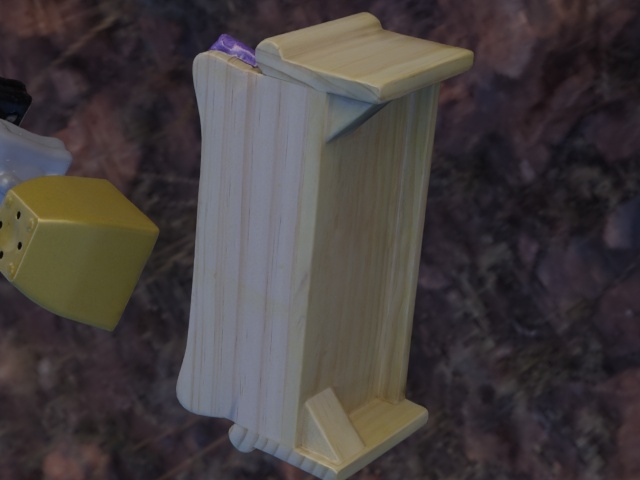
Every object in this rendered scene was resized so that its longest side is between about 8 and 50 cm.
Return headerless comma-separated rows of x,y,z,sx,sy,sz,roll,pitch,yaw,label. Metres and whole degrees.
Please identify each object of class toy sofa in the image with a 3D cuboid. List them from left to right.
0.000,0.000,1.182,0.177,0.150,0.363,19,116,31,toy sofa

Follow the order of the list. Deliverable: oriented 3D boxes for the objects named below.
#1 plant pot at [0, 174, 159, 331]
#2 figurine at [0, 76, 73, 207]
-0.174,0.003,0.948,0.081,0.083,0.081,39,107,42,plant pot
-0.375,-0.126,1.416,0.092,0.209,0.215,-52,44,10,figurine
